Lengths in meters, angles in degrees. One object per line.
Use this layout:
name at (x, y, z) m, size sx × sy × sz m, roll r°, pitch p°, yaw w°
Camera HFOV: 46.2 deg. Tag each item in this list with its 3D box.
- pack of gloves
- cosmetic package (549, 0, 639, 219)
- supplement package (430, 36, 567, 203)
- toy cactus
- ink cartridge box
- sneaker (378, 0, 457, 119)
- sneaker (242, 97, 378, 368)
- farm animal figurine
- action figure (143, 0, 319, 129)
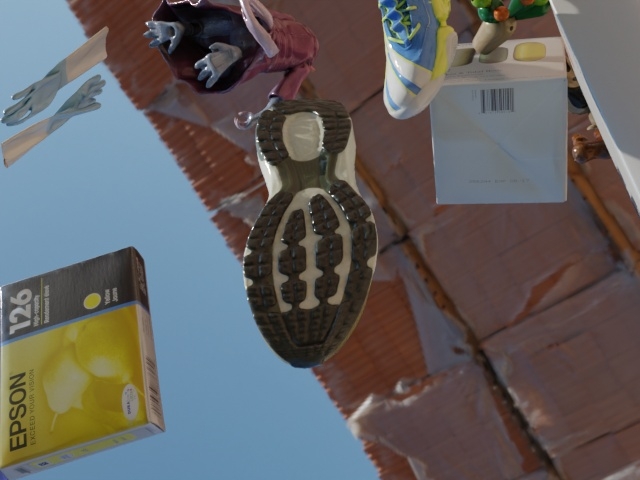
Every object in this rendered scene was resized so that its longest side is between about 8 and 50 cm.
pack of gloves at (-0.429, -0.225, 1.253) m, size 0.046 × 0.232 × 0.195 m, roll 41°, pitch 151°, yaw 1°
cosmetic package at (0.388, -0.101, 0.861) m, size 0.284 × 0.098 × 0.377 m, roll 20°, pitch -130°, yaw -65°
supplement package at (0.298, -0.201, 1.227) m, size 0.262 × 0.200 × 0.197 m, roll -60°, pitch -34°, yaw -58°
toy cactus at (0.280, -0.351, 1.106) m, size 0.219 × 0.180 × 0.112 m, roll -29°, pitch -101°, yaw -35°
ink cartridge box at (-0.397, 0.182, 1.111) m, size 0.072 × 0.308 × 0.303 m, roll 72°, pitch -179°, yaw -57°
sneaker at (0.080, -0.250, 0.779) m, size 0.126 × 0.091 × 0.240 m, roll 22°, pitch -107°, yaw -27°
sneaker at (0.000, 0.000, 0.961) m, size 0.182 × 0.158 × 0.410 m, roll 77°, pitch -169°, yaw -48°
farm animal figurine at (0.523, -0.296, 1.429) m, size 0.327 × 0.330 × 0.172 m, roll 15°, pitch -156°, yaw -3°
action figure at (-0.105, -0.354, 1.296) m, size 0.370 × 0.276 × 0.248 m, roll -15°, pitch -100°, yaw -51°
